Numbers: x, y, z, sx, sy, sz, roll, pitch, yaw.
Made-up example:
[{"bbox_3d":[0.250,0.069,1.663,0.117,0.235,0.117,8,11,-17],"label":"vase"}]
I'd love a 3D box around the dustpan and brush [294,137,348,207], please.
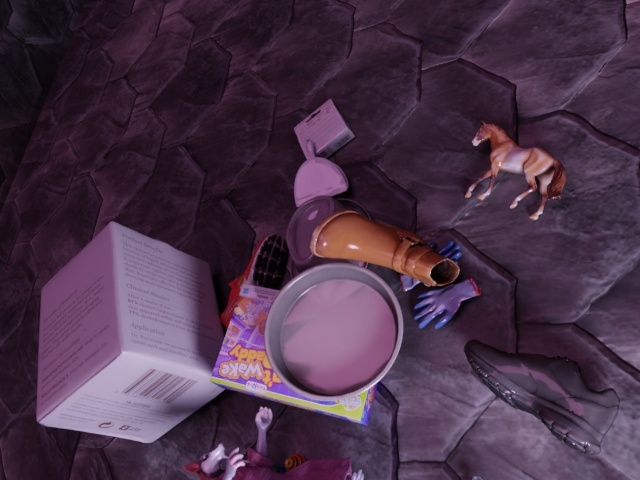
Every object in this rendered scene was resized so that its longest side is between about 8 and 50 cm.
[{"bbox_3d":[-0.014,-0.192,1.672,0.147,0.060,0.211,-19,70,10],"label":"dustpan and brush"}]

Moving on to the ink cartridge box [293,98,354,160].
[{"bbox_3d":[0.006,-0.304,1.782,0.145,0.045,0.179,-37,38,14],"label":"ink cartridge box"}]

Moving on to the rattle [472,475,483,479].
[{"bbox_3d":[0.338,0.476,1.041,0.143,0.130,0.199,-22,25,11],"label":"rattle"}]

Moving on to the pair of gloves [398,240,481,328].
[{"bbox_3d":[0.252,0.092,1.363,0.159,0.023,0.198,-33,45,18],"label":"pair of gloves"}]

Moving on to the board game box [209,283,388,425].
[{"bbox_3d":[-0.039,0.243,1.380,0.347,0.078,0.233,9,69,20],"label":"board game box"}]

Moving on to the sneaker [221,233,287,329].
[{"bbox_3d":[-0.182,0.103,1.627,0.118,0.107,0.279,8,69,45],"label":"sneaker"}]

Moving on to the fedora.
[{"bbox_3d":[0.000,0.000,1.536,0.244,0.124,0.275,1,65,38],"label":"fedora"}]

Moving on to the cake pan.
[{"bbox_3d":[0.028,0.189,1.309,0.293,0.054,0.293,-6,64,13],"label":"cake pan"}]

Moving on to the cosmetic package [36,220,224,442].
[{"bbox_3d":[-0.470,0.236,1.582,0.327,0.329,0.393,-39,47,22],"label":"cosmetic package"}]

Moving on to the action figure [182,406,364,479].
[{"bbox_3d":[-0.104,0.508,1.257,0.370,0.248,0.275,3,97,25],"label":"action figure"}]

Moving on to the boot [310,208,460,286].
[{"bbox_3d":[0.136,0.031,1.299,0.220,0.283,0.109,33,107,39],"label":"boot"}]

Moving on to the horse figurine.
[{"bbox_3d":[0.422,-0.150,1.355,0.263,0.066,0.174,25,87,45],"label":"horse figurine"}]

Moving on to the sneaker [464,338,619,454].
[{"bbox_3d":[0.389,0.251,1.125,0.286,0.109,0.130,33,79,34],"label":"sneaker"}]

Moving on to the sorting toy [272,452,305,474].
[{"bbox_3d":[-0.074,0.500,1.347,0.061,0.042,0.102,14,74,41],"label":"sorting toy"}]
